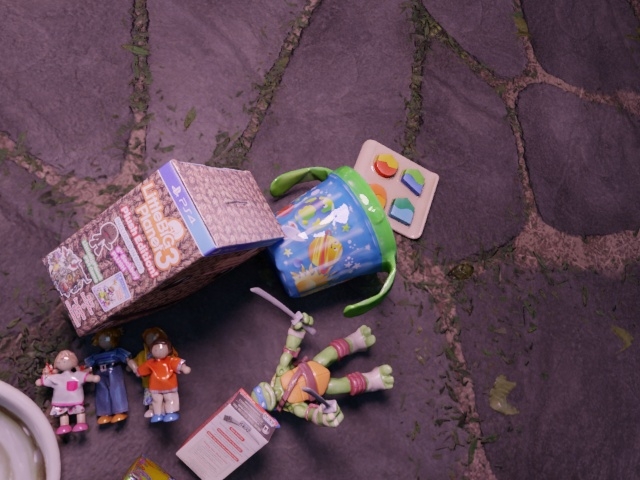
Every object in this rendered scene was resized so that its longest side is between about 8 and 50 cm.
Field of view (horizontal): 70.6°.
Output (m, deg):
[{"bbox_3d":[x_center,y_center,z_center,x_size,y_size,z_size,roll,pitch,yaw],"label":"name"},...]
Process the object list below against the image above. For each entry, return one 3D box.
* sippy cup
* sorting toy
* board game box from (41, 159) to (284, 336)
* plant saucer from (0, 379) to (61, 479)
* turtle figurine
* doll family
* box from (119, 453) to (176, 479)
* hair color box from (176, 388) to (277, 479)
[{"bbox_3d":[0.000,0.000,0.914,0.224,0.305,0.240,-27,118,-10],"label":"sippy cup"},{"bbox_3d":[0.174,-0.127,1.087,0.208,0.038,0.192,24,70,-8],"label":"sorting toy"},{"bbox_3d":[-0.248,0.011,0.757,0.291,0.232,0.141,-31,84,19],"label":"board game box"},{"bbox_3d":[-0.604,0.378,0.642,0.401,0.101,0.400,2,87,-43],"label":"plant saucer"},{"bbox_3d":[0.015,0.231,0.838,0.266,0.198,0.274,-7,114,-34],"label":"turtle figurine"},{"bbox_3d":[-0.351,0.236,0.811,0.263,0.118,0.163,-7,83,1],"label":"doll family"},{"bbox_3d":[-0.271,0.552,0.694,0.290,0.177,0.279,41,68,-2],"label":"box"},{"bbox_3d":[-0.166,0.350,0.797,0.093,0.053,0.167,45,112,0],"label":"hair color box"}]
